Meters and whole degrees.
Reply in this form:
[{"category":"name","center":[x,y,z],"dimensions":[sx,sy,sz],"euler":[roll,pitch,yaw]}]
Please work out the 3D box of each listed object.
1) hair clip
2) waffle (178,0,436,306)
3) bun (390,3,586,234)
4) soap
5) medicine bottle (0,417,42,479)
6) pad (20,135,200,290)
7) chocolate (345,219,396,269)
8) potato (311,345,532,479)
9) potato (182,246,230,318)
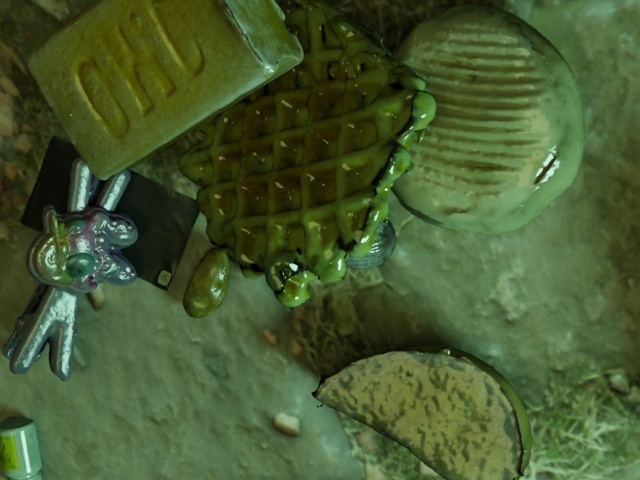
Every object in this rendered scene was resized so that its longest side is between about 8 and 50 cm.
[{"category":"hair clip","center":[-0.280,0.045,1.666],"dimensions":[0.137,0.090,0.278],"euler":[15,112,-28]},{"category":"waffle","center":[-0.022,-0.101,1.535],"dimensions":[0.297,0.073,0.317],"euler":[-57,47,17]},{"category":"bun","center":[0.166,-0.119,1.524],"dimensions":[0.239,0.141,0.239],"euler":[1,92,32]},{"category":"soap","center":[-0.169,-0.195,1.543],"dimensions":[0.274,0.089,0.173],"euler":[-29,95,36]},{"category":"medicine bottle","center":[-0.356,0.256,1.746],"dimensions":[0.047,0.047,0.083],"euler":[-5,101,11]},{"category":"pad","center":[-0.241,-0.031,1.688],"dimensions":[0.193,0.004,0.116],"euler":[25,105,4]},{"category":"chocolate","center":[0.000,0.000,1.619],"dimensions":[0.167,0.072,0.072],"euler":[-2,102,8]},{"category":"potato","center":[0.129,0.176,1.621],"dimensions":[0.243,0.098,0.138],"euler":[32,102,8]},{"category":"potato","center":[-0.125,0.051,1.664],"dimensions":[0.046,0.045,0.092],"euler":[29,108,4]}]
